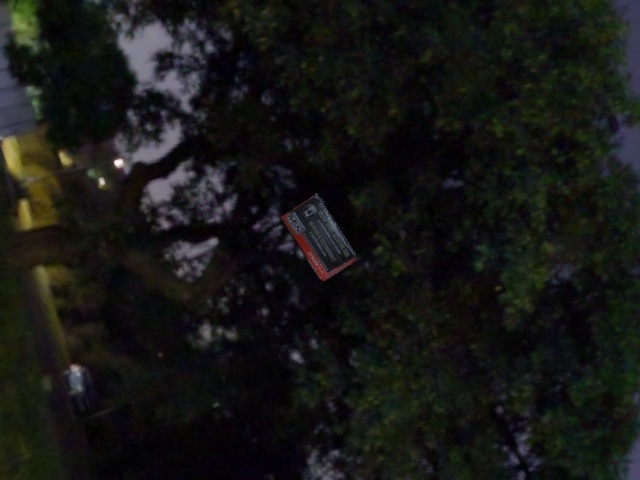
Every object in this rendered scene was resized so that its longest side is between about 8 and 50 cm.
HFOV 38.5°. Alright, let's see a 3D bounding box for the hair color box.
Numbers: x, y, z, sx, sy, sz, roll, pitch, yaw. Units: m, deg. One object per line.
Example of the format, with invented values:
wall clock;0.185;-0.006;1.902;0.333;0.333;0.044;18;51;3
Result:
hair color box;0.000;0.000;0.917;0.072;0.043;0.141;58;-1;4
